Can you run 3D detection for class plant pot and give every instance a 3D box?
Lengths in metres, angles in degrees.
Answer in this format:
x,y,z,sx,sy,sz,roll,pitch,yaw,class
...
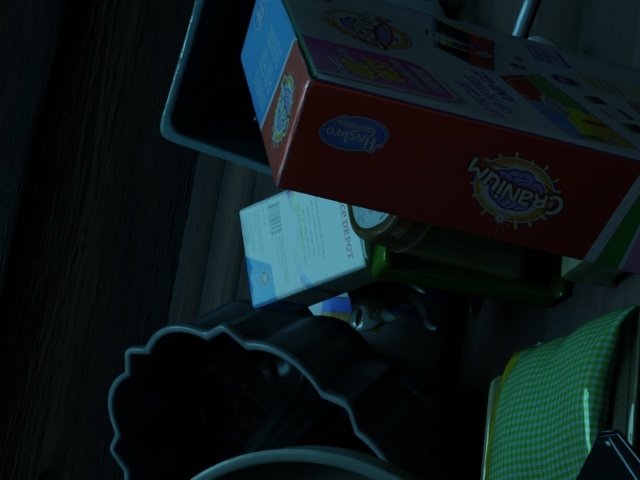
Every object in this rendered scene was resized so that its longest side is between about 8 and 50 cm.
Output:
x,y,z,sx,sy,sz,roll,pitch,yaw,class
-0.008,-0.225,1.927,0.252,0.247,0.247,-61,-10,-67,plant pot

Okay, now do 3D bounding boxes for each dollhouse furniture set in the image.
x,y,z,sx,sy,sz,roll,pitch,yaw,class
0.129,0.063,1.201,0.197,0.151,0.301,131,149,-65,dollhouse furniture set

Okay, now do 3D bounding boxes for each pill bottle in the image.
x,y,z,sx,sy,sz,roll,pitch,yaw,class
0.056,-0.005,1.589,0.152,0.152,0.272,135,146,-67,pill bottle

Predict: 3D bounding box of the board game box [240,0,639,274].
x,y,z,sx,sy,sz,roll,pitch,yaw,class
0.120,-0.065,0.998,0.242,0.317,0.064,-106,32,-67,board game box

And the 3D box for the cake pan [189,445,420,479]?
x,y,z,sx,sy,sz,roll,pitch,yaw,class
0.003,0.280,1.285,0.054,0.293,0.293,-55,-15,-64,cake pan

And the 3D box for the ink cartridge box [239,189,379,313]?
x,y,z,sx,sy,sz,roll,pitch,yaw,class
0.000,0.000,1.361,0.122,0.052,0.088,-22,68,36,ink cartridge box

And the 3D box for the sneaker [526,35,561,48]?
x,y,z,sx,sy,sz,roll,pitch,yaw,class
0.151,-0.076,1.415,0.083,0.084,0.215,-92,18,-64,sneaker

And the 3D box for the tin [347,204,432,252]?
x,y,z,sx,sy,sz,roll,pitch,yaw,class
0.054,-0.075,1.259,0.106,0.040,0.189,-51,30,33,tin

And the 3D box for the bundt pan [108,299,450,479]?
x,y,z,sx,sy,sz,roll,pitch,yaw,class
-0.023,0.191,1.480,0.124,0.331,0.331,-37,-21,-45,bundt pan

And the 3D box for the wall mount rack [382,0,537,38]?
x,y,z,sx,sy,sz,roll,pitch,yaw,class
0.035,-0.269,1.594,0.350,0.304,0.130,-104,27,-63,wall mount rack

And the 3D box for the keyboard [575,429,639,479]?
x,y,z,sx,sy,sz,roll,pitch,yaw,class
0.182,0.218,1.072,0.108,0.023,0.180,61,144,42,keyboard

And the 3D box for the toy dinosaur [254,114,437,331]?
x,y,z,sx,sy,sz,roll,pitch,yaw,class
0.031,-0.055,1.458,0.121,0.160,0.313,33,-129,-60,toy dinosaur
